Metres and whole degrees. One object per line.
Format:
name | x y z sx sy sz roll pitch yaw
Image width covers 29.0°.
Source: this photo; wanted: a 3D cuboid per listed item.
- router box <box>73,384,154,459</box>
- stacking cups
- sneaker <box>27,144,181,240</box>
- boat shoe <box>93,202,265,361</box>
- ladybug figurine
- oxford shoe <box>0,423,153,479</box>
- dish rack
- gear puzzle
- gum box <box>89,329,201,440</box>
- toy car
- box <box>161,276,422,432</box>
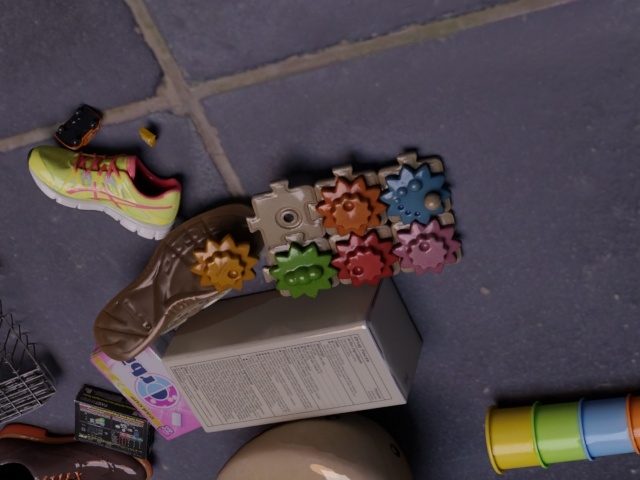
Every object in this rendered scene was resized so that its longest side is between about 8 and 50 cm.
router box | -0.316 0.280 1.902 0.122 0.038 0.092 15 130 6
stacking cups | 0.382 0.248 1.627 0.316 0.096 0.096 -9 123 20
sneaker | -0.270 -0.083 1.585 0.209 0.081 0.094 22 130 -14
boat shoe | -0.181 0.048 1.637 0.285 0.089 0.104 -37 87 16
ladybug figurine | 0.002 0.381 1.768 0.305 0.162 0.449 29 142 1
oxford shoe | -0.399 0.365 1.955 0.271 0.098 0.096 3 127 15
dish rack | -0.522 0.164 1.823 0.208 0.074 0.271 -21 126 7
gear puzzle | 0.000 0.000 1.523 0.339 0.044 0.175 -11 124 6
gum box | -0.235 0.194 1.793 0.107 0.062 0.188 -26 115 32
toy car | -0.270 -0.125 1.564 0.122 0.060 0.040 21 162 9
box | -0.036 0.151 1.658 0.311 0.121 0.148 -11 122 25
